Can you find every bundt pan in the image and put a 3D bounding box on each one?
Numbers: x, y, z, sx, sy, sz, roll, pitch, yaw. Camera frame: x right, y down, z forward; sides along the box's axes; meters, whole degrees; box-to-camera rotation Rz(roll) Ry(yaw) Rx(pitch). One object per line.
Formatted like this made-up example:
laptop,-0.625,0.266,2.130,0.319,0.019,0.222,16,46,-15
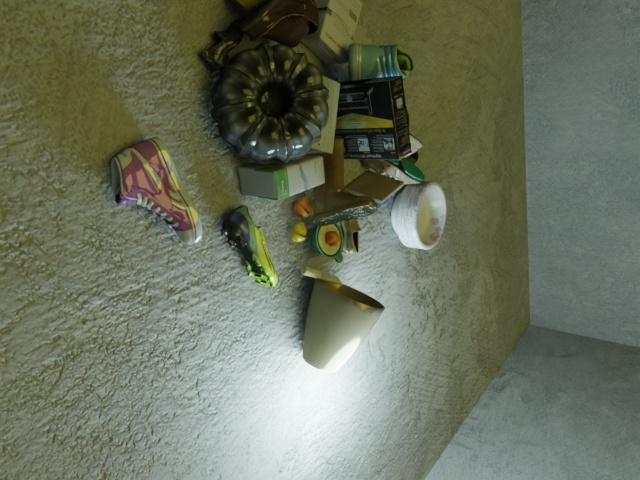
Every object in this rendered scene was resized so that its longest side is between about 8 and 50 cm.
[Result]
bundt pan,-0.125,-0.367,1.381,0.331,0.124,0.330,-1,95,-11

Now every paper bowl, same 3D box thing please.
paper bowl,0.404,-0.109,2.184,0.284,0.148,0.284,-11,104,-49

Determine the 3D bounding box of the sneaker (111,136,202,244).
sneaker,-0.406,-0.090,1.258,0.161,0.102,0.282,-38,113,-36

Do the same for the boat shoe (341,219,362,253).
boat shoe,0.121,-0.045,1.913,0.068,0.072,0.189,-18,110,-47

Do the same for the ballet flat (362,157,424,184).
ballet flat,0.278,-0.283,2.033,0.316,0.106,0.107,24,44,-40

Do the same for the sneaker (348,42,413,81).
sneaker,0.206,-0.538,1.751,0.319,0.208,0.127,59,32,-74

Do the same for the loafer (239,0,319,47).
loafer,-0.088,-0.607,1.449,0.130,0.134,0.366,62,37,-17

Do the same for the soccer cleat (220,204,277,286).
soccer cleat,-0.187,0.022,1.540,0.121,0.093,0.289,-59,136,-35

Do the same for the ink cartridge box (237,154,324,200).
ink cartridge box,-0.112,-0.192,1.540,0.212,0.154,0.093,-29,120,-45

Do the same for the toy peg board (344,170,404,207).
toy peg board,0.198,-0.174,1.928,0.161,0.161,0.079,-39,141,-39

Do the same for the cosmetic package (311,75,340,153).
cosmetic package,-0.068,-0.390,1.573,0.225,0.138,0.224,3,94,-49

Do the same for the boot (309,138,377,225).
boot,0.061,-0.198,1.631,0.089,0.236,0.269,23,61,-55

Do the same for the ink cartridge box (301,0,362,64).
ink cartridge box,0.036,-0.703,1.674,0.160,0.093,0.219,24,79,-51

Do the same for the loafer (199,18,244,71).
loafer,-0.257,-0.531,1.380,0.061,0.062,0.170,43,63,-40

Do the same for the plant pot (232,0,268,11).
plant pot,-0.193,-0.672,1.393,0.095,0.134,0.134,-54,140,8

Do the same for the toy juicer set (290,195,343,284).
toy juicer set,0.000,0.000,1.719,0.209,0.090,0.328,-9,93,-47

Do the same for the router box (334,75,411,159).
router box,0.129,-0.387,1.673,0.081,0.309,0.242,-34,122,-42

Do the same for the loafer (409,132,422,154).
loafer,0.261,-0.397,1.951,0.269,0.102,0.092,29,104,-19

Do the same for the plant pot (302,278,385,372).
plant pot,0.049,0.300,1.781,0.256,0.256,0.274,18,96,-50

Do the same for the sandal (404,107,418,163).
sandal,0.303,-0.428,2.056,0.086,0.120,0.302,-86,158,-50
